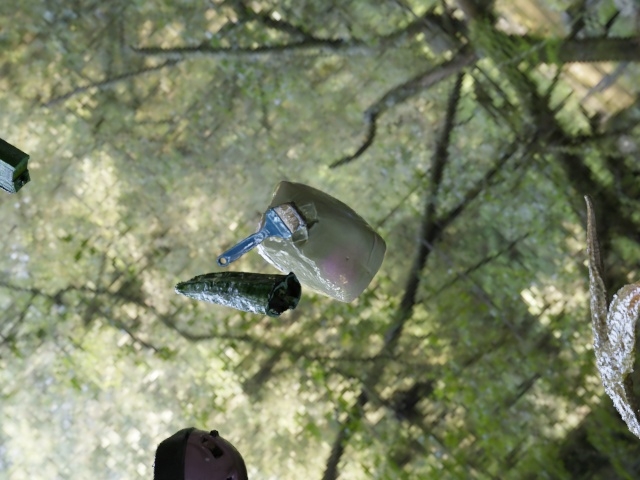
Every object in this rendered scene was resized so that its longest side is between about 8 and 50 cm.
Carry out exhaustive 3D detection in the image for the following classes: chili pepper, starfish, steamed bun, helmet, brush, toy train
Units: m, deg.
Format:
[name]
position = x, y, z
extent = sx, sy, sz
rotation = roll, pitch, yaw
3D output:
[chili pepper]
position = -0.142, 0.078, 1.582
extent = 0.226, 0.059, 0.088
rotation = 2, -163, 35
[starfish]
position = 0.499, 0.157, 1.633
extent = 0.398, 0.132, 0.384
rotation = -72, -26, -56
[steamed bun]
position = 0.000, 0.000, 1.846
extent = 0.238, 0.170, 0.152
rotation = 32, 174, 0
[helmet]
position = -0.184, 0.420, 1.623
extent = 0.198, 0.154, 0.253
rotation = 29, -131, -81
[brush]
position = -0.092, -0.004, 1.533
extent = 0.051, 0.164, 0.014
rotation = 53, -154, -9
[toy train]
position = -0.422, -0.105, 1.345
extent = 0.093, 0.038, 0.056
rotation = 30, 138, 8
